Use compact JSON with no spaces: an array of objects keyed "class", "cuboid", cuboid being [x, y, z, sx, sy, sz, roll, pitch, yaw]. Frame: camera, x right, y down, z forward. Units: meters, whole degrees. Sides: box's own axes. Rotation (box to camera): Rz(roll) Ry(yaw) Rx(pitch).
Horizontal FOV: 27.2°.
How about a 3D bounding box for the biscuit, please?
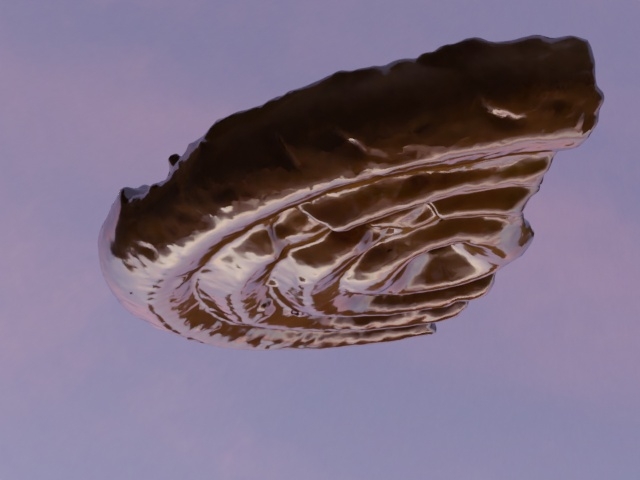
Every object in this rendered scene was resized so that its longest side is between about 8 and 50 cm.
[{"class":"biscuit","cuboid":[0.000,0.001,0.436,0.145,0.224,0.033,-6,-110,-14]}]
